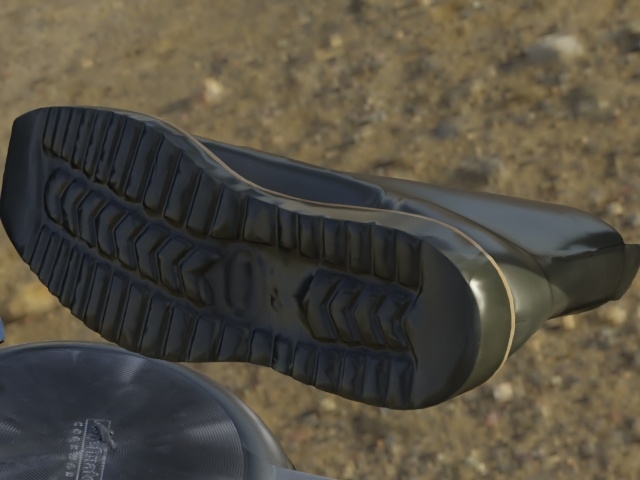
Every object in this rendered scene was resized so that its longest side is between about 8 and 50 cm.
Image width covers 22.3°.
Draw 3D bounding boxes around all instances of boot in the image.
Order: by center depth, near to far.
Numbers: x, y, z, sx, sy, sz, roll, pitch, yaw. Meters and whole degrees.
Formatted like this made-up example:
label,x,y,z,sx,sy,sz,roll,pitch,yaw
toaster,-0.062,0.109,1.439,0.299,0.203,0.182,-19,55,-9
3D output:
label,x,y,z,sx,sy,sz,roll,pitch,yaw
boot,0.000,0.000,0.566,0.198,0.077,0.137,24,20,29

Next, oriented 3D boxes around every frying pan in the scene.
label,x,y,z,sx,sy,sz,roll,pitch,yaw
frying pan,-0.037,0.122,0.627,0.326,0.053,0.197,19,34,15

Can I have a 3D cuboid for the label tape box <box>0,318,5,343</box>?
label,x,y,z,sx,sy,sz,roll,pitch,yaw
label tape box,-0.325,-0.021,0.642,0.334,0.240,0.106,-18,-1,10
